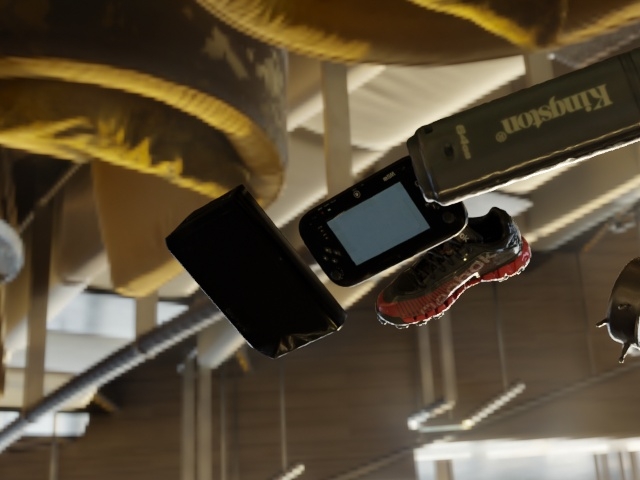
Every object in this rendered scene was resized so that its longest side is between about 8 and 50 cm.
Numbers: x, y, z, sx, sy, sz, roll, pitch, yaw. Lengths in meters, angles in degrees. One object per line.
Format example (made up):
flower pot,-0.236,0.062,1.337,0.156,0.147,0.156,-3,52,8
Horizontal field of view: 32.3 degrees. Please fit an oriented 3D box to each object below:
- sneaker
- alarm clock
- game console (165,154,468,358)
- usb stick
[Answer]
sneaker,0.202,0.035,1.749,0.276,0.098,0.135,-28,135,-7
alarm clock,0.471,0.078,1.598,0.064,0.192,0.129,23,137,38
game console,0.000,0.000,1.290,0.361,0.044,0.213,-28,110,33
usb stick,0.212,-0.105,0.944,0.278,0.077,0.045,-19,171,11
